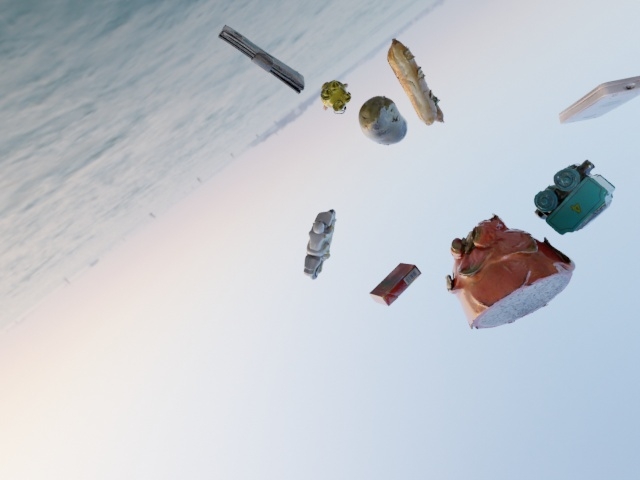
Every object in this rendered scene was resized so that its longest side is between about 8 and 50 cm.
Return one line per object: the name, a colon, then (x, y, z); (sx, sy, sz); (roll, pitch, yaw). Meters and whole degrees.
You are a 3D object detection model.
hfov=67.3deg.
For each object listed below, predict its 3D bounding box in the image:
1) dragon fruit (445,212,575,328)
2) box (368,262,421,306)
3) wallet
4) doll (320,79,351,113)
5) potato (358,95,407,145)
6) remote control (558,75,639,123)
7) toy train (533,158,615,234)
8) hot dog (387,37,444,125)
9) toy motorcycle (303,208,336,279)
dragon fruit: (0.471, 0.073, 1.259); (0.305, 0.305, 0.226); (-34, -122, 13)
box: (0.268, 0.156, 1.726); (0.175, 0.048, 0.112); (-42, -166, -13)
wallet: (-0.191, -0.612, 1.613); (0.044, 0.317, 0.169); (-52, -157, 22)
doll: (0.062, -0.569, 1.893); (0.143, 0.135, 0.221); (-48, -173, 10)
potato: (0.242, -0.456, 1.873); (0.164, 0.262, 0.165); (-11, -113, 26)
remote control: (0.622, -0.307, 1.068); (0.103, 0.034, 0.250); (-10, 179, 8)
toy train: (0.677, -0.113, 1.288); (0.107, 0.154, 0.198); (-17, 149, -47)
hot dog: (0.260, -0.428, 1.316); (0.072, 0.270, 0.109); (-30, -161, 16)
toy motorcycle: (0.000, 0.000, 1.399); (0.151, 0.074, 0.229); (66, 42, -71)
